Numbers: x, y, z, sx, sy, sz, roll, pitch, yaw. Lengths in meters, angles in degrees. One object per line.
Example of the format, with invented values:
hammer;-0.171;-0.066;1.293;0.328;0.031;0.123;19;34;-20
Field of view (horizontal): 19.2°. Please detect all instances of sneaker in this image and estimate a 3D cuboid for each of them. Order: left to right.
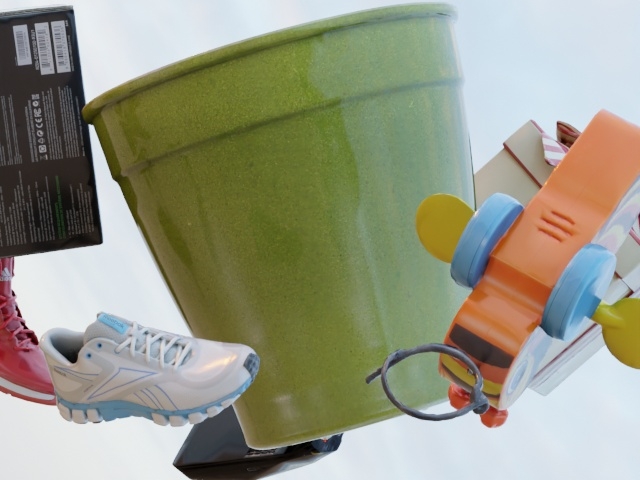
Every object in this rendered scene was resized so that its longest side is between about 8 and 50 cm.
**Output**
sneaker;-0.352;0.087;2.107;0.221;0.128;0.087;28;7;14
sneaker;-0.136;0.091;1.427;0.190;0.071;0.083;-7;-57;29

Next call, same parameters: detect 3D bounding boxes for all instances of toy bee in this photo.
toy bee;0.128;0.044;1.320;0.195;0.298;0.162;50;-26;29

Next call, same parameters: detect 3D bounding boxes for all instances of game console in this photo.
game console;-0.014;0.120;2.103;0.213;0.361;0.044;-13;-53;42

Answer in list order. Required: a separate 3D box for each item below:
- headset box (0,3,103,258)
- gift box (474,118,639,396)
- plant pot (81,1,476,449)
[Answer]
headset box;-0.314;-0.124;2.008;0.283;0.131;0.246;-139;-137;-77
gift box;0.279;0.021;2.285;0.255;0.258;0.276;50;6;16
plant pot;0.000;0.000;1.779;0.366;0.366;0.353;152;-77;-77
